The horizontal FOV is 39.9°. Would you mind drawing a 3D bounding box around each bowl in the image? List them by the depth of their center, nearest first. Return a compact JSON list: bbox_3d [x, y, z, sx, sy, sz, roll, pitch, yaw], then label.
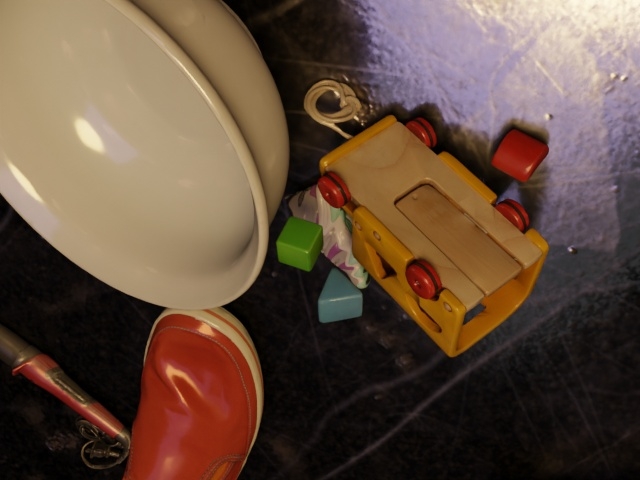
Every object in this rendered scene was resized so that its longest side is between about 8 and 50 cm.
[{"bbox_3d":[-0.131,-0.101,0.647,0.298,0.134,0.297,24,141,20],"label":"bowl"}]

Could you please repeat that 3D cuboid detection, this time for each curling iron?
[{"bbox_3d":[-0.294,0.135,0.885,0.274,0.035,0.068,43,118,-7],"label":"curling iron"}]

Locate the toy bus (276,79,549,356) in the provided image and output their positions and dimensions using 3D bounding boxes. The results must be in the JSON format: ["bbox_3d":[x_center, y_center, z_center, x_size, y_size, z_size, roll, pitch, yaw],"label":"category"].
[{"bbox_3d":[0.071,-0.008,0.677,0.191,0.202,0.104,6,147,5],"label":"toy bus"}]

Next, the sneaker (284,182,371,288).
[{"bbox_3d":[0.000,0.000,0.744,0.069,0.038,0.098,-16,100,23],"label":"sneaker"}]

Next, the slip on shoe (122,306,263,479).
[{"bbox_3d":[-0.133,0.204,0.839,0.123,0.101,0.331,19,117,8],"label":"slip on shoe"}]
